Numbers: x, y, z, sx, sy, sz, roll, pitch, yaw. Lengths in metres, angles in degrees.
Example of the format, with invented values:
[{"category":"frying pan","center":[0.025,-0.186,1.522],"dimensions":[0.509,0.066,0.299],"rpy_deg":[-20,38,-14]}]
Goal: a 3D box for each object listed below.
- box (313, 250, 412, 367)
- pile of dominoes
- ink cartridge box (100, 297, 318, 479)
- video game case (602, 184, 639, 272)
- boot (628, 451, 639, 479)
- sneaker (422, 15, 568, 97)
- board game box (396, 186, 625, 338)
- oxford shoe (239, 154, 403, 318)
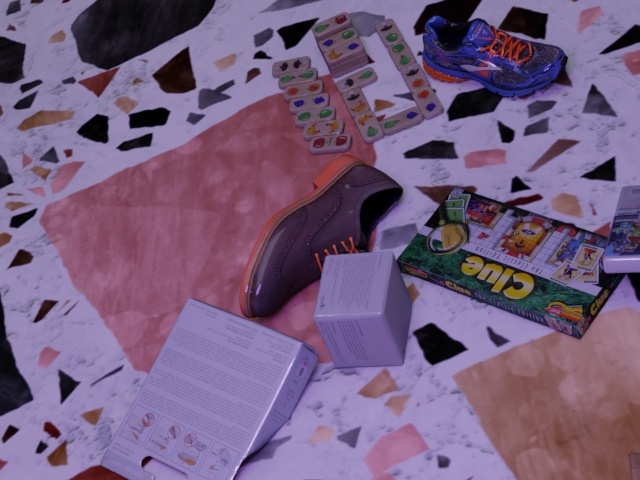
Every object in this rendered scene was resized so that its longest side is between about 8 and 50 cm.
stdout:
[{"category":"box","center":[0.052,0.082,1.718],"dimensions":[0.087,0.101,0.102],"rpy_deg":[-3,48,19]},{"category":"pile of dominoes","center":[0.042,-0.229,2.055],"dimensions":[0.196,0.040,0.251],"rpy_deg":[-23,44,0]},{"category":"ink cartridge box","center":[-0.132,0.201,1.737],"dimensions":[0.189,0.066,0.232],"rpy_deg":[19,80,34]},{"category":"video game case","center":[0.436,-0.018,1.668],"dimensions":[0.201,0.023,0.183],"rpy_deg":[-2,28,20]},{"category":"boot","center":[0.438,0.262,1.379],"dimensions":[0.269,0.089,0.236],"rpy_deg":[-10,18,12]},{"category":"sneaker","center":[0.228,-0.254,1.968],"dimensions":[0.221,0.087,0.083],"rpy_deg":[10,55,30]},{"category":"board game box","center":[0.233,0.022,1.752],"dimensions":[0.260,0.030,0.136],"rpy_deg":[20,61,35]},{"category":"oxford shoe","center":[0.000,0.000,1.824],"dimensions":[0.098,0.097,0.271],"rpy_deg":[24,61,30]}]
